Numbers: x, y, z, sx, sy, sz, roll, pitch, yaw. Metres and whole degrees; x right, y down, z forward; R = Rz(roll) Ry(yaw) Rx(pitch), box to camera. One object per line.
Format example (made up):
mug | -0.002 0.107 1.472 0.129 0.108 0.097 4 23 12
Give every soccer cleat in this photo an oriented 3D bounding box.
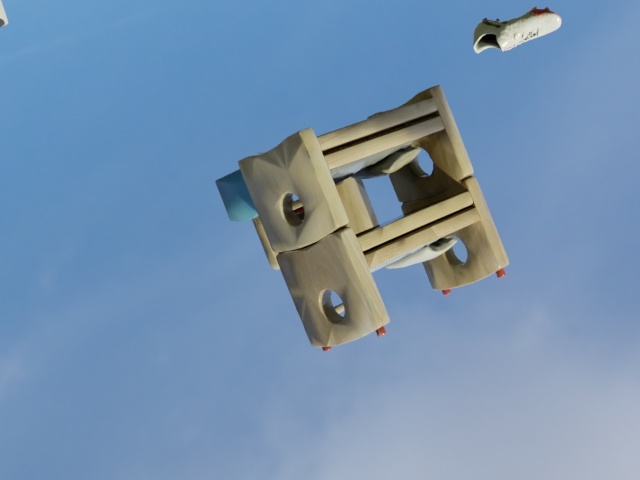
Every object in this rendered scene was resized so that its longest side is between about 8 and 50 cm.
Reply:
soccer cleat | 0.171 -0.182 1.324 0.083 0.029 0.036 -4 -133 32

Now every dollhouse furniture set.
dollhouse furniture set | 0.000 0.000 0.984 0.129 0.129 0.183 -22 180 -41

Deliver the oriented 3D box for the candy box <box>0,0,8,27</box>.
candy box | -0.274 -0.147 0.782 0.071 0.159 0.233 -4 -157 27
